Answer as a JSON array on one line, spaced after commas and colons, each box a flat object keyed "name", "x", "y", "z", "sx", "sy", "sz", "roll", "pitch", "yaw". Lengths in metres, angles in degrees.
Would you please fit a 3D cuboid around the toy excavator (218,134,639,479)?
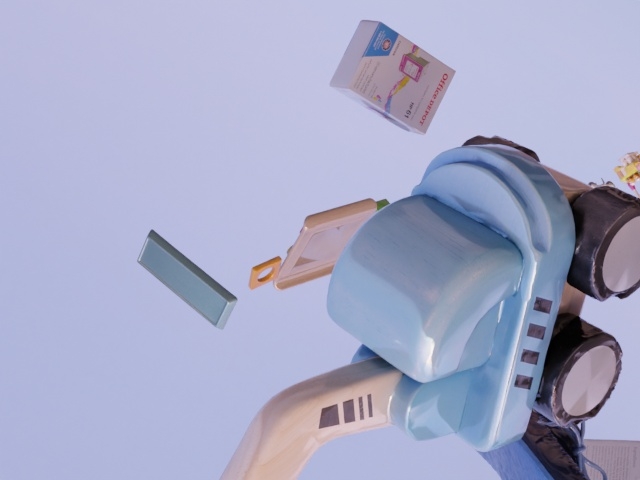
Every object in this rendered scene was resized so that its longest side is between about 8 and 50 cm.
[{"name": "toy excavator", "x": 0.069, "y": 0.121, "z": 1.074, "sx": 0.445, "sy": 0.433, "sz": 0.222, "roll": -6, "pitch": -153, "yaw": -36}]

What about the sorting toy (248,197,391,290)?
[{"name": "sorting toy", "x": 0.000, "y": 0.000, "z": 2.096, "sx": 0.347, "sy": 0.196, "sz": 0.047, "roll": -17, "pitch": -123, "yaw": -38}]

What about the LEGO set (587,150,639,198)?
[{"name": "LEGO set", "x": 0.604, "y": -0.129, "z": 1.943, "sx": 0.132, "sy": 0.287, "sz": 0.107, "roll": -18, "pitch": -108, "yaw": -31}]

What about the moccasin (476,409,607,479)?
[{"name": "moccasin", "x": 0.278, "y": 0.250, "z": 1.393, "sx": 0.117, "sy": 0.138, "sz": 0.342, "roll": -16, "pitch": -159, "yaw": -9}]

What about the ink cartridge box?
[{"name": "ink cartridge box", "x": 0.086, "y": -0.190, "z": 1.288, "sx": 0.122, "sy": 0.088, "sz": 0.052, "roll": 27, "pitch": 179, "yaw": -30}]

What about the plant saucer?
[{"name": "plant saucer", "x": -0.217, "y": 0.063, "z": 1.750, "sx": 0.192, "sy": 0.067, "sz": 0.018, "roll": 38, "pitch": -150, "yaw": 19}]

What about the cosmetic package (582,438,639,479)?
[{"name": "cosmetic package", "x": 0.560, "y": 0.461, "z": 2.002, "sx": 0.151, "sy": 0.183, "sz": 0.151, "roll": 52, "pitch": -137, "yaw": -46}]
